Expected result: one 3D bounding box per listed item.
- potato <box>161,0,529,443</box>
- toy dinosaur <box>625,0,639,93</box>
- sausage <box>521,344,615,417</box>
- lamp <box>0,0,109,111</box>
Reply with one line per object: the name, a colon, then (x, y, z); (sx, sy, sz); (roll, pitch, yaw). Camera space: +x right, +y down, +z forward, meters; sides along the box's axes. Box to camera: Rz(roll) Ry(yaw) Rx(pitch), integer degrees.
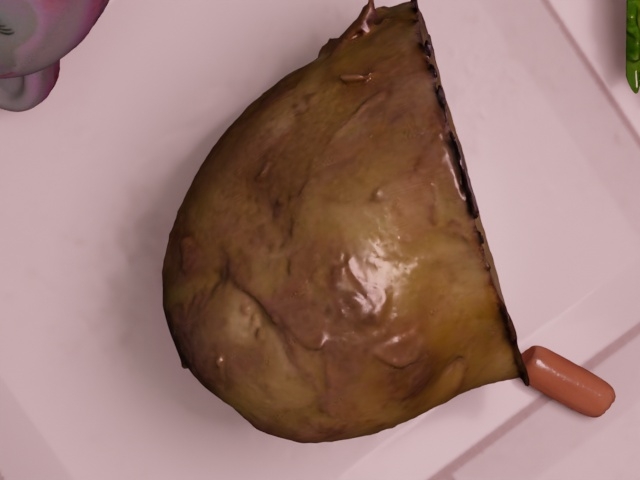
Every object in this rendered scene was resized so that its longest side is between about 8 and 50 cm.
potato: (0.000, 0.000, 1.411); (0.237, 0.289, 0.301); (-16, 127, 5)
toy dinosaur: (0.327, -0.173, 1.518); (0.177, 0.194, 0.152); (-1, 79, 11)
sausage: (0.195, 0.112, 1.539); (0.083, 0.034, 0.034); (29, 83, -9)
lamp: (-0.273, -0.253, 1.395); (0.301, 0.247, 0.247); (33, 42, 3)
